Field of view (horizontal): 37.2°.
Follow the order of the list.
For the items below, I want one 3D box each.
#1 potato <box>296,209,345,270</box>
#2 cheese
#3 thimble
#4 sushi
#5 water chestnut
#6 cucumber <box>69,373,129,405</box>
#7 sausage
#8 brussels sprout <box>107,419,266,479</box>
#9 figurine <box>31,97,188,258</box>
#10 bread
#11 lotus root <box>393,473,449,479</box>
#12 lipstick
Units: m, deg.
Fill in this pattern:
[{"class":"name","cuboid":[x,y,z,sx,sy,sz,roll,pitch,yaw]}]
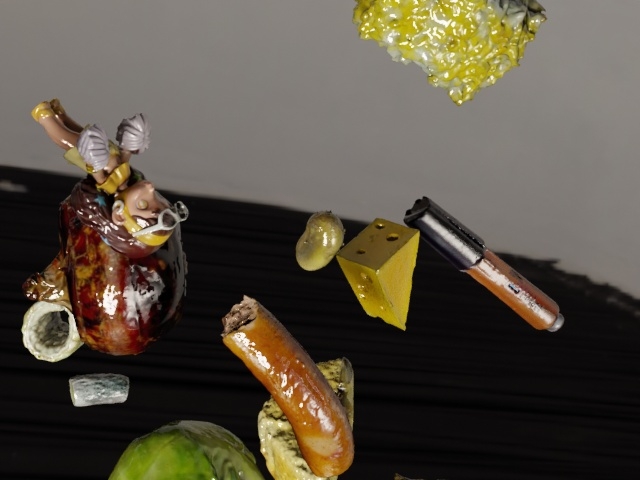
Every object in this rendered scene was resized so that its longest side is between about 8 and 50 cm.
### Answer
[{"class":"potato","cuboid":[0.000,0.000,1.888,0.138,0.070,0.092,-59,44,44]},{"class":"cheese","cuboid":[0.106,0.072,1.637,0.093,0.126,0.171,18,133,35]},{"class":"thimble","cuboid":[-0.560,0.165,2.094,0.190,0.137,0.143,-51,0,26]},{"class":"sushi","cuboid":[0.222,-0.464,1.776,0.240,0.351,0.397,-42,26,29]},{"class":"water chestnut","cuboid":[-0.401,0.053,1.773,0.350,0.302,0.351,170,90,-80]},{"class":"cucumber","cuboid":[-0.430,0.289,1.855,0.064,0.111,0.064,178,90,-68]},{"class":"sausage","cuboid":[-0.033,0.209,1.310,0.102,0.302,0.076,-10,29,49]},{"class":"brussels sprout","cuboid":[-0.172,0.334,1.231,0.161,0.223,0.223,-7,77,57]},{"class":"figurine","cuboid":[-0.280,-0.088,1.254,0.240,0.115,0.175,60,-159,-8]},{"class":"bread","cuboid":[-0.026,0.353,1.686,0.204,0.162,0.262,89,-169,-46]},{"class":"lotus root","cuboid":[0.234,0.518,1.667,0.210,0.314,0.142,-9,56,40]},{"class":"lipstick","cuboid":[0.328,0.055,1.860,0.077,0.418,0.077,-41,26,26]}]
